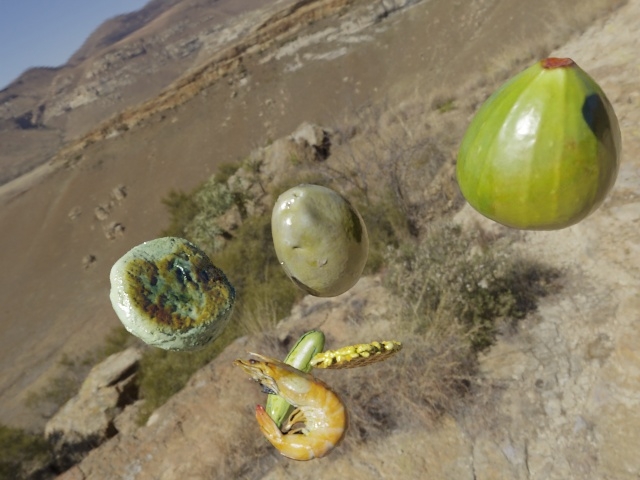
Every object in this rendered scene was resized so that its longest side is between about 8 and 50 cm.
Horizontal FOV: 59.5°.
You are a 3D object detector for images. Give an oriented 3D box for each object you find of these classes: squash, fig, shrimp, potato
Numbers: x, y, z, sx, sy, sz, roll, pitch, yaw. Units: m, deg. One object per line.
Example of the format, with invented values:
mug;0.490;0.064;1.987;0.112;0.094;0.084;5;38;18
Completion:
squash;-0.083;0.389;1.537;0.094;0.094;0.341;-3;48;43
fig;0.411;-0.184;1.055;0.316;0.316;0.316;-22;23;10
shrimp;-0.061;0.298;1.032;0.150;0.248;0.068;-47;-15;-24
potato;0.000;0.000;1.040;0.160;0.235;0.178;-22;40;28

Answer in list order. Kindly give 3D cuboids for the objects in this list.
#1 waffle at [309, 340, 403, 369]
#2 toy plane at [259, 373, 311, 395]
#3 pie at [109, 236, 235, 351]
waffle;0.095;0.301;1.489;0.243;0.059;0.238;-19;-20;25
toy plane;-0.080;0.307;1.220;0.037;0.145;0.060;-26;53;53
pie;-0.207;0.071;0.803;0.041;0.187;0.187;-52;2;41
